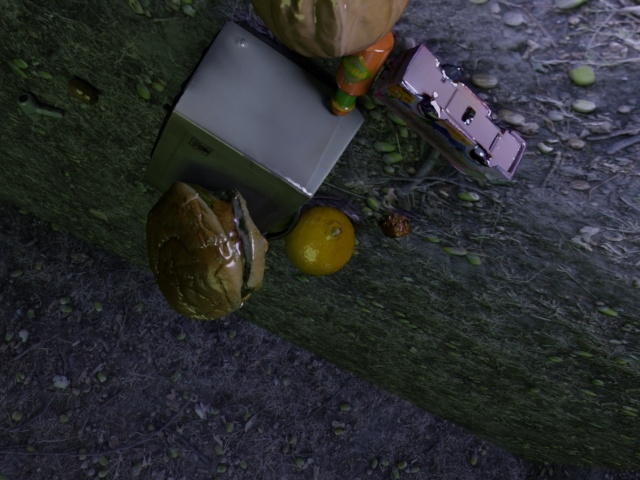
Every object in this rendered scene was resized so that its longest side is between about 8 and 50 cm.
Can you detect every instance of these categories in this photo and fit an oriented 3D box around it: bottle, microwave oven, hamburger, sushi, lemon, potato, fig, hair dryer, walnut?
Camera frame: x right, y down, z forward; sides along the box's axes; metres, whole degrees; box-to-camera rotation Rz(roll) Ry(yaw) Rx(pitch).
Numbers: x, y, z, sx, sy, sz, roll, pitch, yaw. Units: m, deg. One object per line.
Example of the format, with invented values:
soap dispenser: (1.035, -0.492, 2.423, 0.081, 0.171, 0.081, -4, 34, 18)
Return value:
bottle: (0.060, -0.278, 1.024, 0.069, 0.069, 0.187, 26, 149, -2)
microwave oven: (-0.149, -0.196, 1.238, 0.333, 0.247, 0.394, 33, 157, -14)
hamburger: (-0.235, 0.020, 1.172, 0.134, 0.265, 0.285, -12, 161, -36)
sushi: (0.181, -0.039, 1.492, 0.118, 0.061, 0.060, -4, 111, 49)
lemon: (0.000, 0.000, 1.609, 0.187, 0.186, 0.244, 27, 157, -3)
potato: (-0.617, -0.388, 1.588, 0.083, 0.040, 0.051, 39, 133, -17)
fig: (-0.109, -0.063, 1.678, 0.123, 0.123, 0.156, 7, 161, 38)
hair dryer: (-0.822, -0.389, 1.811, 0.137, 0.047, 0.082, 15, 156, 12)
walnut: (0.009, -0.355, 0.756, 0.225, 0.225, 0.261, 18, 145, 19)

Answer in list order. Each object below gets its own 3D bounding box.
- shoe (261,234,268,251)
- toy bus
shoe: (-0.157, -0.003, 1.264, 0.109, 0.072, 0.069, 43, -168, -24)
toy bus: (0.220, -0.206, 1.027, 0.274, 0.090, 0.112, 36, 163, -25)
